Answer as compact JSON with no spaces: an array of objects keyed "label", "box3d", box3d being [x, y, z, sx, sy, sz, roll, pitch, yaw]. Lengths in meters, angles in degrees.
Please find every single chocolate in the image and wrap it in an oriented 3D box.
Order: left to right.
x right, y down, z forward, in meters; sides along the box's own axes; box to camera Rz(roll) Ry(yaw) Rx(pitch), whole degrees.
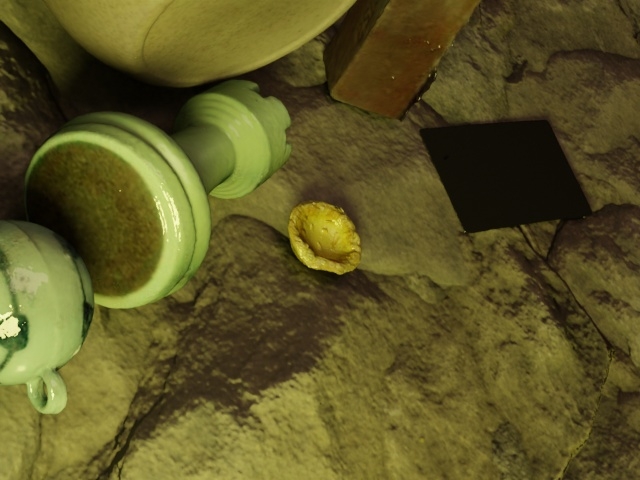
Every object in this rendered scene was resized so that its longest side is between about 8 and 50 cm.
[{"label":"chocolate","box3d":[0.109,-0.284,1.633,0.112,0.321,0.112,7,51,-25]}]

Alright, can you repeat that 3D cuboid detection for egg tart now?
[{"label":"egg tart","box3d":[0.000,0.000,1.541,0.105,0.039,0.105,20,52,-28]}]

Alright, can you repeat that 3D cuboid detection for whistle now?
[{"label":"whistle","box3d":[-0.295,0.025,1.205,0.163,0.163,0.290,-15,74,-44]}]

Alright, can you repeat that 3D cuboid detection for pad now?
[{"label":"pad","box3d":[0.256,-0.091,1.832,0.265,0.009,0.159,-8,68,-40]}]

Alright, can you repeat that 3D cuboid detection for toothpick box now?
[{"label":"toothpick box","box3d":[-0.161,-0.412,1.426,0.409,0.409,0.425,-11,69,-42]}]

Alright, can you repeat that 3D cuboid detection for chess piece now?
[{"label":"chess piece","box3d":[-0.147,-0.070,1.382,0.194,0.194,0.299,51,35,0]}]
